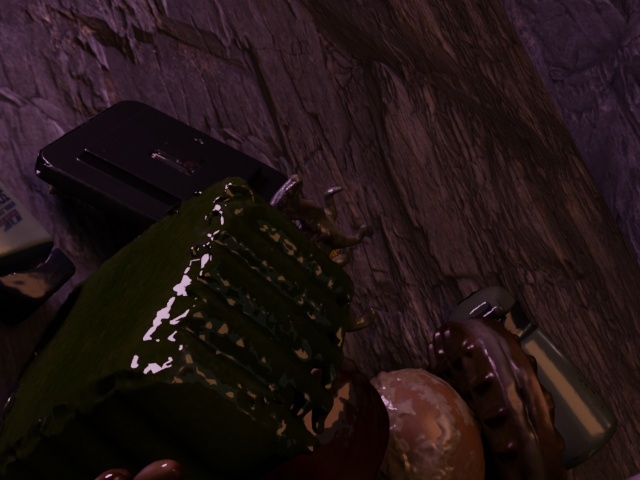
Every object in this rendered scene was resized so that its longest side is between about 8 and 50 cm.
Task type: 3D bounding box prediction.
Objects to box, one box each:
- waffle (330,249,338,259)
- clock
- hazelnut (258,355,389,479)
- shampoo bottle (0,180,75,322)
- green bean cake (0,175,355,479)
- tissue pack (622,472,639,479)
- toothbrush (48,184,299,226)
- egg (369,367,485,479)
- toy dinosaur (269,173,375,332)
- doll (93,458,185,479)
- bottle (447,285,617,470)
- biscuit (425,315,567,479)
[{"bbox_3d":[0.002,0.001,1.575,0.078,0.016,0.085,6,57,-49],"label":"waffle"},{"bbox_3d":[-0.198,-0.094,1.256,0.278,0.049,0.273,27,29,3],"label":"clock"},{"bbox_3d":[-0.034,0.223,1.159,0.251,0.217,0.217,42,33,3],"label":"hazelnut"},{"bbox_3d":[-0.429,-0.060,1.024,0.359,0.078,0.134,49,37,-10],"label":"shampoo bottle"},{"bbox_3d":[-0.151,0.130,0.996,0.218,0.319,0.335,44,38,-21],"label":"green bean cake"},{"bbox_3d":[0.374,0.478,1.357,0.238,0.305,0.239,33,39,-32],"label":"tissue pack"},{"bbox_3d":[-0.179,-0.041,1.268,0.375,0.028,0.037,11,43,-22],"label":"toothbrush"},{"bbox_3d":[0.130,0.295,1.307,0.203,0.203,0.245,-18,82,-56],"label":"egg"},{"bbox_3d":[-0.011,0.035,1.303,0.162,0.077,0.294,-20,116,-28],"label":"toy dinosaur"},{"bbox_3d":[-0.095,0.260,0.532,0.318,0.209,0.339,48,39,14],"label":"doll"},{"bbox_3d":[0.372,0.240,1.707,0.347,0.168,0.168,54,32,7],"label":"bottle"},{"bbox_3d":[0.255,0.269,1.411,0.103,0.332,0.332,-13,66,-12],"label":"biscuit"}]
